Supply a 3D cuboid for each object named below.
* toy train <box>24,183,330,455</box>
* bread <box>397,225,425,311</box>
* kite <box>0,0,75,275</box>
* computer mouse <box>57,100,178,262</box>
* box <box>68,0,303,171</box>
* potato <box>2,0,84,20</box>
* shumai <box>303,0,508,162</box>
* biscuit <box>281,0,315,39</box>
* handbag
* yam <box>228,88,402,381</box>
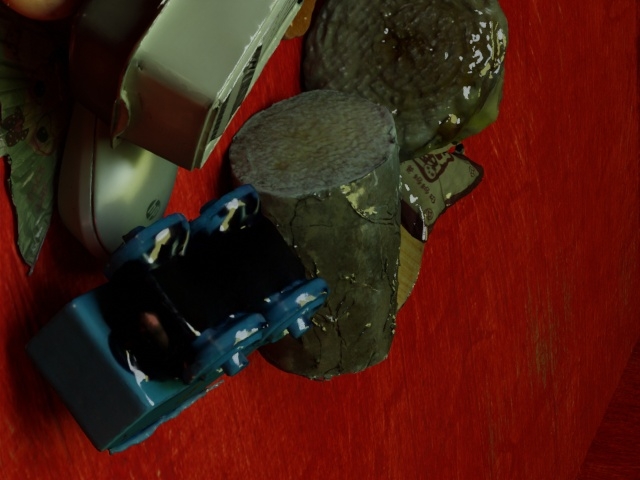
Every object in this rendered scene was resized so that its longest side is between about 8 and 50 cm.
[{"bbox_3d":[-0.150,0.085,1.487,0.188,0.265,0.300,52,30,6],"label":"toy train"},{"bbox_3d":[0.111,0.000,2.254,0.267,0.040,0.267,-27,121,-59],"label":"bread"},{"bbox_3d":[-0.301,-0.126,1.397,0.268,0.013,0.323,-46,138,-52],"label":"kite"},{"bbox_3d":[-0.202,-0.116,1.495,0.159,0.097,0.288,30,72,-66],"label":"computer mouse"},{"bbox_3d":[-0.125,-0.229,1.367,0.290,0.166,0.220,-60,180,-23],"label":"box"},{"bbox_3d":[-0.259,-0.284,1.329,0.178,0.109,0.118,-54,153,-49],"label":"potato"},{"bbox_3d":[0.147,-0.262,1.984,0.263,0.309,0.304,5,66,-67],"label":"shumai"},{"bbox_3d":[-0.022,-0.439,1.851,0.334,0.047,0.202,-67,151,-25],"label":"biscuit"},{"bbox_3d":[0.134,-0.119,2.116,0.235,0.213,0.127,-42,170,-51],"label":"handbag"},{"bbox_3d":[0.000,0.000,1.838,0.241,0.241,0.348,-45,137,-52],"label":"yam"}]
